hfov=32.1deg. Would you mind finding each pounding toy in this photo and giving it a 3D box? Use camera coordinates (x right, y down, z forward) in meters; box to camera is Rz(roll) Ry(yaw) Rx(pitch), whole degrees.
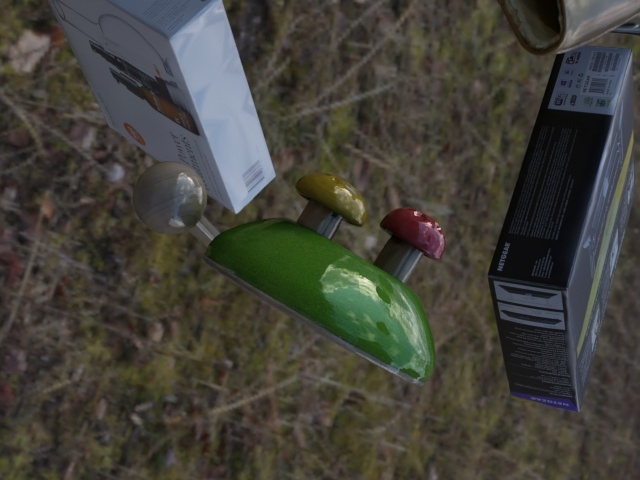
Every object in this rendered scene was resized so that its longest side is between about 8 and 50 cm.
[{"bbox_3d":[0.000,0.000,0.801,0.110,0.236,0.183,-59,153,-2],"label":"pounding toy"}]

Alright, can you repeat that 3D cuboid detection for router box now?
[{"bbox_3d":[0.265,-0.013,1.177,0.243,0.081,0.309,69,37,-50],"label":"router box"}]

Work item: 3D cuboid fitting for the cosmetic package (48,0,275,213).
[{"bbox_3d":[-0.224,-0.234,1.525,0.097,0.284,0.377,-44,151,-18],"label":"cosmetic package"}]

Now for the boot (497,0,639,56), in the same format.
[{"bbox_3d":[0.243,-0.297,0.951,0.269,0.089,0.236,-22,86,-34],"label":"boot"}]

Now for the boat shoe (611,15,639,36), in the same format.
[{"bbox_3d":[0.338,-0.273,1.191,0.103,0.302,0.113,2,87,-55],"label":"boat shoe"}]
